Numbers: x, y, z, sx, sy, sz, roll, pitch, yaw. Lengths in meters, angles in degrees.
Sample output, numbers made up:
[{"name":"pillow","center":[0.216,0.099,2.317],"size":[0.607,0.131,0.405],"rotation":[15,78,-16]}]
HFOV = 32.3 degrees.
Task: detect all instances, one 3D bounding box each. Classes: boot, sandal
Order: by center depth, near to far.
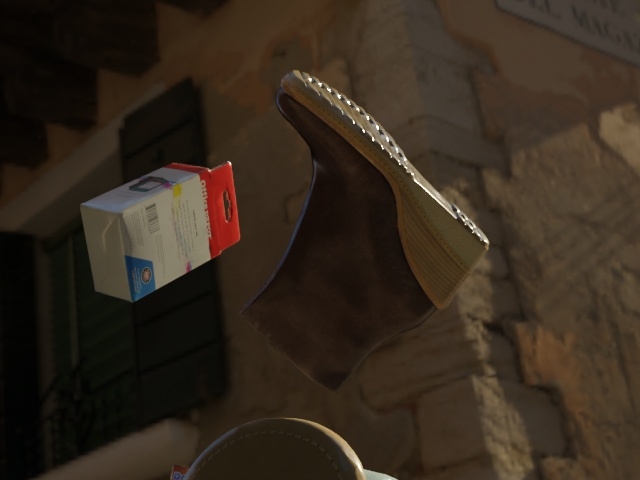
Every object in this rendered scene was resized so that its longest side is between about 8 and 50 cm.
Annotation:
[{"name":"sandal","center":[-0.033,0.152,0.518],"size":[0.079,0.088,0.240],"rotation":[15,-40,-38]},{"name":"boot","center":[0.000,0.000,0.958],"size":[0.207,0.090,0.248],"rotation":[-42,-73,14]}]

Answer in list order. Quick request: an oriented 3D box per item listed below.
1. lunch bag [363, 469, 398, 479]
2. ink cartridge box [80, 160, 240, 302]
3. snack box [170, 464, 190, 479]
[{"name":"lunch bag","center":[-0.015,0.290,0.712],"size":[0.108,0.279,0.224],"rotation":[10,28,38]},{"name":"ink cartridge box","center":[-0.219,-0.023,1.557],"size":[0.078,0.134,0.231],"rotation":[12,27,35]},{"name":"snack box","center":[-0.091,0.258,1.121],"size":[0.064,0.022,0.178],"rotation":[7,-19,18]}]
